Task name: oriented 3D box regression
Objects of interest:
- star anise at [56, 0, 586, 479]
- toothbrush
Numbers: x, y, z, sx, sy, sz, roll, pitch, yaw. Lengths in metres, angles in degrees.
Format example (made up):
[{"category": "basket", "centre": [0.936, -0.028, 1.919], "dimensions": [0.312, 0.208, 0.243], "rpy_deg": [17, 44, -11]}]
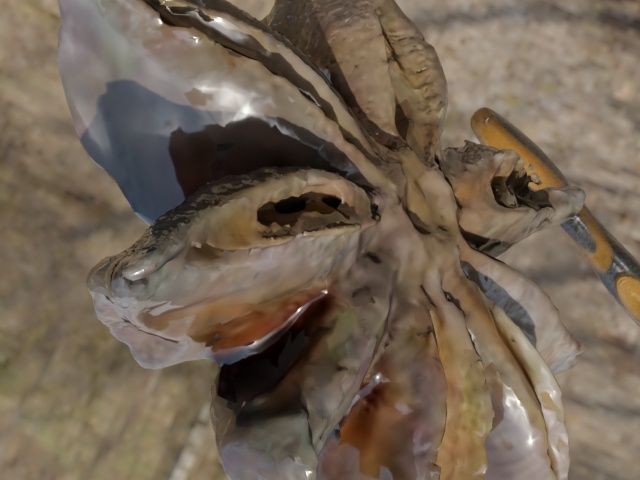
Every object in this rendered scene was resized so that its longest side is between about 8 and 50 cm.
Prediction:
[{"category": "star anise", "centre": [0.000, 0.000, 0.453], "dimensions": [0.065, 0.195, 0.182], "rpy_deg": [-23, 136, 32]}, {"category": "toothbrush", "centre": [0.154, 0.026, 0.944], "dimensions": [0.031, 0.023, 0.321], "rpy_deg": [23, -158, -45]}]
